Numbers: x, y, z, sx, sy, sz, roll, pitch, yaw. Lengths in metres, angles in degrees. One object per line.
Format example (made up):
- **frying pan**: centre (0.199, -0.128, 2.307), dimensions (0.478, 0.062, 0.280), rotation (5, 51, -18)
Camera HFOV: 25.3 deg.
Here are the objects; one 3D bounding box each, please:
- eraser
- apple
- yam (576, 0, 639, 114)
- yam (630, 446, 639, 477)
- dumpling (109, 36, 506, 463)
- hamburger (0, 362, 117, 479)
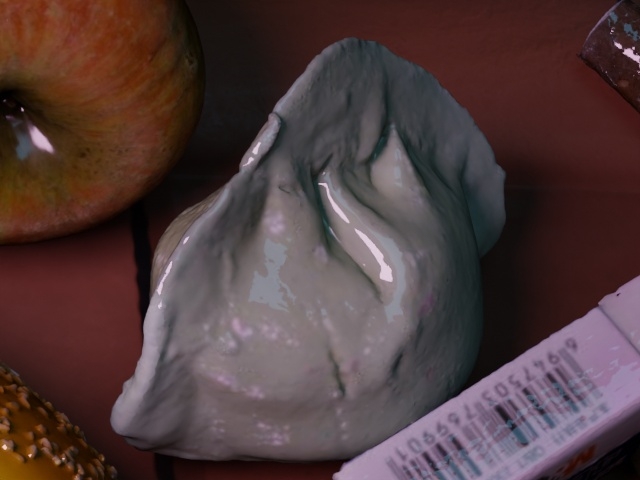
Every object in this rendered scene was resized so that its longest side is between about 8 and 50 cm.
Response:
- **eraser**: centre (0.143, 0.133, 0.966), dimensions (0.287, 0.130, 0.086), rotation (-30, 66, -15)
- **apple**: centre (-0.239, -0.141, 0.977), dimensions (0.309, 0.277, 0.250), rotation (11, 37, -30)
- **yam**: centre (0.304, -0.147, 1.283), dimensions (0.141, 0.079, 0.079), rotation (45, 55, 14)
- **yam**: centre (0.249, 0.133, 1.080), dimensions (0.069, 0.070, 0.146), rotation (-16, 63, -27)
- **dumpling**: centre (-0.013, 0.022, 0.994), dimensions (0.270, 0.211, 0.321), rotation (54, 32, -25)
- **hamburger**: centre (-0.241, 0.119, 0.831), dimensions (0.295, 0.227, 0.151), rotation (43, 78, 8)
